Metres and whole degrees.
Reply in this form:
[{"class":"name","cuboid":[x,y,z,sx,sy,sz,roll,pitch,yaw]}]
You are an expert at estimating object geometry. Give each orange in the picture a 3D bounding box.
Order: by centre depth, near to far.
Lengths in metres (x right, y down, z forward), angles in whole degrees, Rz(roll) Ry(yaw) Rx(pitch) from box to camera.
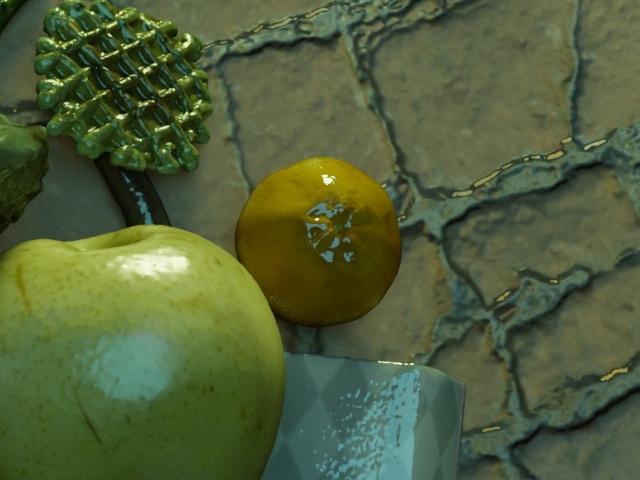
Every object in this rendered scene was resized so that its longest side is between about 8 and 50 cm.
[{"class":"orange","cuboid":[0.000,0.000,1.744,0.159,0.136,0.159,2,79,-12]}]

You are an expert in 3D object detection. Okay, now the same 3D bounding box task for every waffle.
[{"class":"waffle","cuboid":[-0.181,-0.142,1.759,0.183,0.036,0.169,11,63,-29]}]

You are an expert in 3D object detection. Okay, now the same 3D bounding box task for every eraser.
[{"class":"eraser","cuboid":[0.007,0.302,1.683,0.213,0.082,0.396,5,75,7]}]

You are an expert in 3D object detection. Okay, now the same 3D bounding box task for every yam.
[{"class":"yam","cuboid":[-0.166,-0.019,1.759,0.045,0.045,0.327,-18,78,-50]}]

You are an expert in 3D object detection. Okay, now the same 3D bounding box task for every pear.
[{"class":"pear","cuboid":[-0.174,0.134,1.585,0.309,0.309,0.309,3,76,-13]}]

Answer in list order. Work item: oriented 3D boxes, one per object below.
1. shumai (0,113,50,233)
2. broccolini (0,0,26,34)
[{"class":"shumai","cuboid":[-0.413,-0.083,1.595,0.309,0.304,0.263,-23,74,-50]},{"class":"broccolini","cuboid":[-0.321,-0.199,1.770,0.216,0.058,0.067,-56,128,-26]}]
